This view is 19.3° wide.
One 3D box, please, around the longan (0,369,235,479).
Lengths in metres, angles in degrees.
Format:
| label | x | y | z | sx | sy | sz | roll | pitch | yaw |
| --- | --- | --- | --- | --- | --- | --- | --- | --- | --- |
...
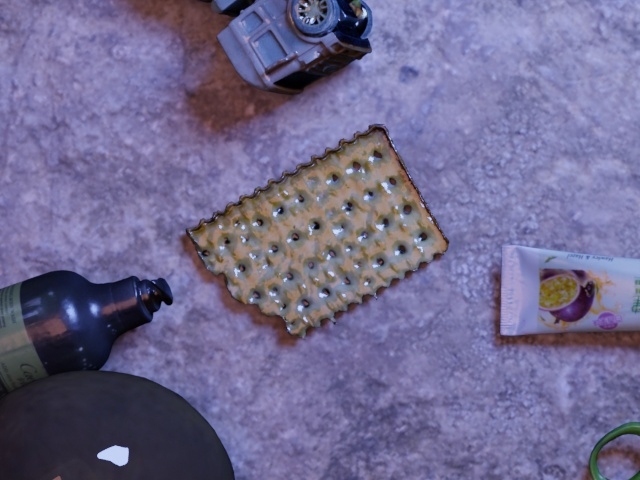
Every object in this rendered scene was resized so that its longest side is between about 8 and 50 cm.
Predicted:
| label | x | y | z | sx | sy | sz | roll | pitch | yaw |
| --- | --- | --- | --- | --- | --- | --- | --- | --- | --- |
| longan | -0.194 | 0.217 | 1.586 | 0.246 | 0.246 | 0.215 | 3 | 74 | 8 |

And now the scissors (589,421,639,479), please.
| label | x | y | z | sx | sy | sz | roll | pitch | yaw |
| --- | --- | --- | --- | --- | --- | --- | --- | --- | --- |
| scissors | 0.315 | 0.145 | 1.584 | 0.101 | 0.027 | 0.204 | 36 | 106 | 8 |

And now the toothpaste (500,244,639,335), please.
| label | x | y | z | sx | sy | sz | roll | pitch | yaw |
| --- | --- | --- | --- | --- | --- | --- | --- | --- | --- |
| toothpaste | 0.311 | 0.046 | 1.606 | 0.314 | 0.056 | 0.058 | 1 | 49 | 10 |

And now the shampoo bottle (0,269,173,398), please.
| label | x | y | z | sx | sy | sz | roll | pitch | yaw |
| --- | --- | --- | --- | --- | --- | --- | --- | --- | --- |
| shampoo bottle | -0.263 | 0.088 | 1.656 | 0.284 | 0.101 | 0.101 | -19 | 84 | 6 |

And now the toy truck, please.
| label | x | y | z | sx | sy | sz | roll | pitch | yaw |
| --- | --- | --- | --- | --- | --- | --- | --- | --- | --- |
| toy truck | -0.073 | -0.242 | 1.654 | 0.140 | 0.108 | 0.256 | -34 | 80 | 18 |

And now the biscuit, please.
| label | x | y | z | sx | sy | sz | roll | pitch | yaw |
| --- | --- | --- | --- | --- | --- | --- | --- | --- | --- |
| biscuit | 0.000 | 0.000 | 1.667 | 0.203 | 0.016 | 0.144 | -31 | 82 | 4 |
